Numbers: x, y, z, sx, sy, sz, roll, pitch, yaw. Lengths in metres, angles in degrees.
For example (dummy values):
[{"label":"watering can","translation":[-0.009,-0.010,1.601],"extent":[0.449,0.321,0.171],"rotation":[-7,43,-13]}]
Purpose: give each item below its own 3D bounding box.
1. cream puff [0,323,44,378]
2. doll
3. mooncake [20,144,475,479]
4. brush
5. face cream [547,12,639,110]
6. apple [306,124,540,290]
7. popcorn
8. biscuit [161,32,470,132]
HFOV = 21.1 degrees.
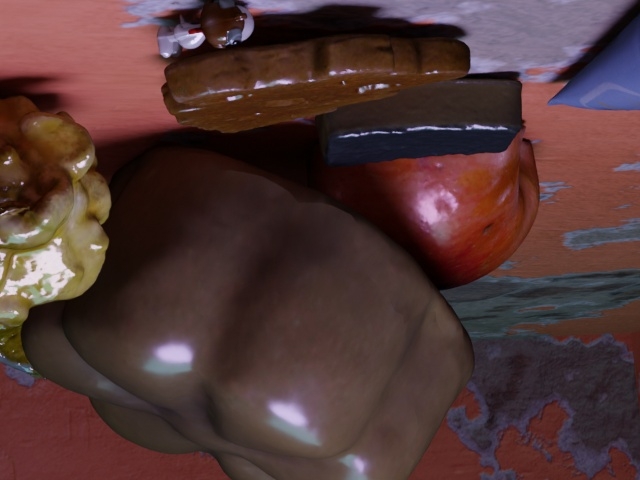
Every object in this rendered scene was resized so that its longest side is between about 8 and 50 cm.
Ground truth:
[{"label":"cream puff","translation":[-0.408,0.097,2.330],"extent":[0.281,0.185,0.282],"rotation":[-7,168,-2]},{"label":"doll","translation":[-0.091,-0.167,1.345],"extent":[0.085,0.040,0.058],"rotation":[-8,180,17]},{"label":"mooncake","translation":[-0.079,0.109,1.847],"extent":[0.467,0.262,0.467],"rotation":[23,159,9]},{"label":"brush","translation":[0.095,-0.115,1.673],"extent":[0.197,0.059,0.123],"rotation":[-5,169,-2]},{"label":"face cream","translation":[0.295,-0.154,1.489],"extent":[0.135,0.086,0.385],"rotation":[-4,175,-3]},{"label":"apple","translation":[0.124,-0.028,1.907],"extent":[0.251,0.163,0.293],"rotation":[-7,172,21]},{"label":"popcorn","translation":[-0.326,-0.031,1.531],"extent":[0.286,0.215,0.252],"rotation":[-3,138,-22]},{"label":"biscuit","translation":[-0.034,-0.138,1.499],"extent":[0.278,0.043,0.301],"rotation":[-7,176,-29]}]
